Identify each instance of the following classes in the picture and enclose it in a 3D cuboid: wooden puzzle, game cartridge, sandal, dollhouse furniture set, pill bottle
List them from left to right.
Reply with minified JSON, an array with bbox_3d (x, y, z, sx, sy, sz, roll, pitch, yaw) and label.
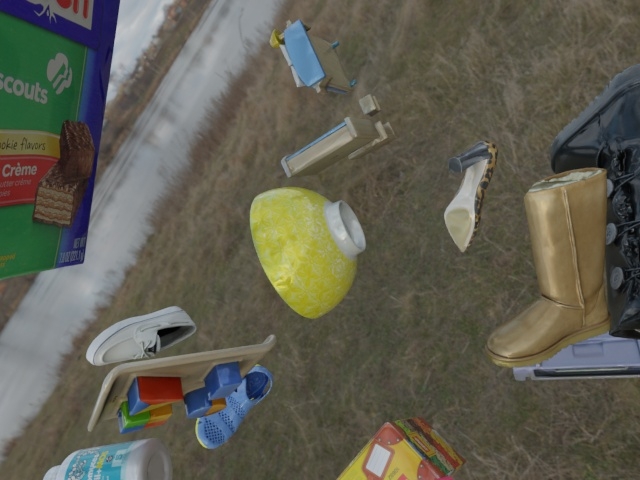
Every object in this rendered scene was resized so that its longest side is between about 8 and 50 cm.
[{"bbox_3d":[-0.479,0.534,1.141,0.263,0.146,0.146,-13,37,11],"label":"pill bottle"},{"bbox_3d":[-0.286,0.318,1.070,0.322,0.347,0.081,-51,54,47],"label":"wooden puzzle"},{"bbox_3d":[-0.251,0.487,1.554,0.138,0.126,0.317,-32,13,48],"label":"sandal"},{"bbox_3d":[-0.007,-0.337,1.239,0.198,0.304,0.286,-26,-4,29],"label":"dollhouse furniture set"},{"bbox_3d":[0.684,0.259,1.313,0.354,0.068,0.230,-11,27,28],"label":"game cartridge"}]

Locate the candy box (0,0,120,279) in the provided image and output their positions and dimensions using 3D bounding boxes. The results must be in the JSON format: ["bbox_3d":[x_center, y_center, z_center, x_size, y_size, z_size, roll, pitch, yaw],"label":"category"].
[{"bbox_3d":[-0.276,-0.131,0.381,0.268,0.122,0.318,-31,-50,-82],"label":"candy box"}]

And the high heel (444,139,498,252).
[{"bbox_3d":[0.397,-0.112,1.285,0.186,0.262,0.093,-28,31,-35],"label":"high heel"}]

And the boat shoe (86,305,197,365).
[{"bbox_3d":[-0.421,0.241,1.236,0.088,0.267,0.096,30,116,29],"label":"boat shoe"}]

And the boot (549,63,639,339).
[{"bbox_3d":[0.564,-0.034,0.958,0.367,0.146,0.446,73,-164,-68],"label":"boot"}]

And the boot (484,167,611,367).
[{"bbox_3d":[0.352,0.043,0.815,0.235,0.270,0.089,-19,20,-13],"label":"boot"}]

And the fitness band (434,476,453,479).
[{"bbox_3d":[0.298,0.642,1.066,0.054,0.209,0.291,-14,25,3],"label":"fitness band"}]

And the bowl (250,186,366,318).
[{"bbox_3d":[0.000,0.000,1.067,0.155,0.289,0.290,-26,35,21],"label":"bowl"}]

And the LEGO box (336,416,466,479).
[{"bbox_3d":[0.152,0.756,1.453,0.193,0.372,0.500,42,96,29],"label":"LEGO box"}]
